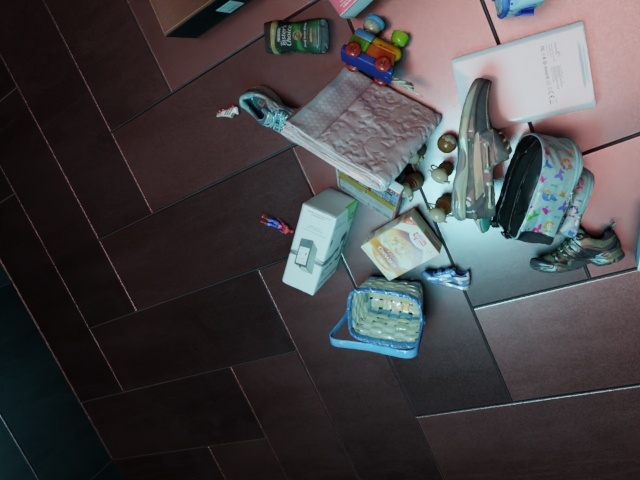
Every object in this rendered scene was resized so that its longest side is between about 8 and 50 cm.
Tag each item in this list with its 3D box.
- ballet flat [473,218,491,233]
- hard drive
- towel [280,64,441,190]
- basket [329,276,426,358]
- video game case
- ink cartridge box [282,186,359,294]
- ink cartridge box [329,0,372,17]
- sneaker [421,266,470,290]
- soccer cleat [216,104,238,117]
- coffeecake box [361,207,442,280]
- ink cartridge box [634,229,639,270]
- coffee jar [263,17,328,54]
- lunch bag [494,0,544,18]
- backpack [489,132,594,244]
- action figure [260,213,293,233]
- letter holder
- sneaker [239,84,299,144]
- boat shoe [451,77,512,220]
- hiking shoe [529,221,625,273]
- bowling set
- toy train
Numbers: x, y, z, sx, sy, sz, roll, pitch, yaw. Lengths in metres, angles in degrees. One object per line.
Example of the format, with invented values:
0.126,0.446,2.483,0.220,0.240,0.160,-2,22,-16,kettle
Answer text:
0.438,-0.104,1.480,0.052,0.057,0.168,13,113,52,ballet flat
0.502,-0.396,1.335,0.308,0.040,0.202,-9,105,28,hard drive
0.115,-0.306,1.398,0.317,0.331,0.053,33,147,12,towel
0.191,0.236,1.579,0.255,0.289,0.200,7,115,23,basket
0.132,-0.149,1.492,0.204,0.285,0.025,34,82,10,video game case
0.000,0.000,1.635,0.115,0.198,0.272,24,118,14,ink cartridge box
0.060,-0.752,1.365,0.207,0.117,0.283,-35,92,32,ink cartridge box
0.373,0.102,1.583,0.144,0.053,0.059,11,114,12,sneaker
-0.299,-0.408,1.722,0.083,0.029,0.035,-17,97,25,soccer cleat
0.239,0.014,1.578,0.186,0.068,0.142,-33,104,32,coffeecake box
0.811,-0.022,1.293,0.060,0.104,0.180,8,112,24,ink cartridge box
-0.073,-0.578,1.519,0.185,0.079,0.096,7,112,24,coffee jar
0.414,-0.599,1.147,0.115,0.303,0.243,-6,106,18,lunch bag
0.545,-0.132,1.314,0.191,0.225,0.253,5,108,0,backpack
-0.142,-0.052,1.783,0.115,0.030,0.038,27,124,9,action figure
-0.345,-0.756,1.542,0.302,0.152,0.214,-20,98,30,letter holder
-0.125,-0.358,1.602,0.283,0.122,0.110,33,120,11,sneaker
0.408,-0.222,1.344,0.131,0.132,0.354,6,103,13,boat shoe
0.663,0.019,1.405,0.227,0.086,0.114,-13,90,23,hiking shoe
0.276,-0.202,1.451,0.287,0.154,0.199,32,120,11,bowling set
0.191,-0.487,1.412,0.248,0.105,0.143,28,85,8,toy train
